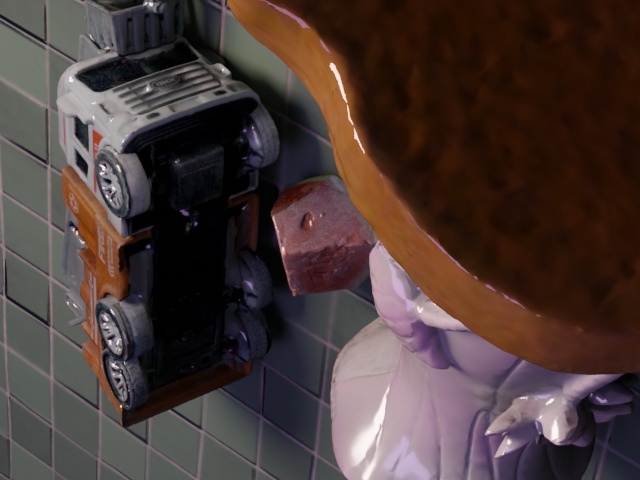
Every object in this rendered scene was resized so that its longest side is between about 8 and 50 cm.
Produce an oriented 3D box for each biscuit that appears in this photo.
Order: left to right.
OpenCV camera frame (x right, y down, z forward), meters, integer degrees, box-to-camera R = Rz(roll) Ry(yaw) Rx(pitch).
[{"bbox_3d":[0.157,-0.129,0.938,0.365,0.385,0.062,49,162,12],"label":"biscuit"}]

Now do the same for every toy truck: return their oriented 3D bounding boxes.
[{"bbox_3d":[-0.136,-0.035,1.503,0.184,0.133,0.338,46,146,37],"label":"toy truck"}]

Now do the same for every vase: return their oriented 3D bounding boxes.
[{"bbox_3d":[0.135,0.001,1.177,0.250,0.250,0.445,40,144,18],"label":"vase"}]

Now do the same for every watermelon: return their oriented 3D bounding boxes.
[{"bbox_3d":[0.003,0.002,1.433,0.092,0.072,0.084,11,142,36],"label":"watermelon"}]
